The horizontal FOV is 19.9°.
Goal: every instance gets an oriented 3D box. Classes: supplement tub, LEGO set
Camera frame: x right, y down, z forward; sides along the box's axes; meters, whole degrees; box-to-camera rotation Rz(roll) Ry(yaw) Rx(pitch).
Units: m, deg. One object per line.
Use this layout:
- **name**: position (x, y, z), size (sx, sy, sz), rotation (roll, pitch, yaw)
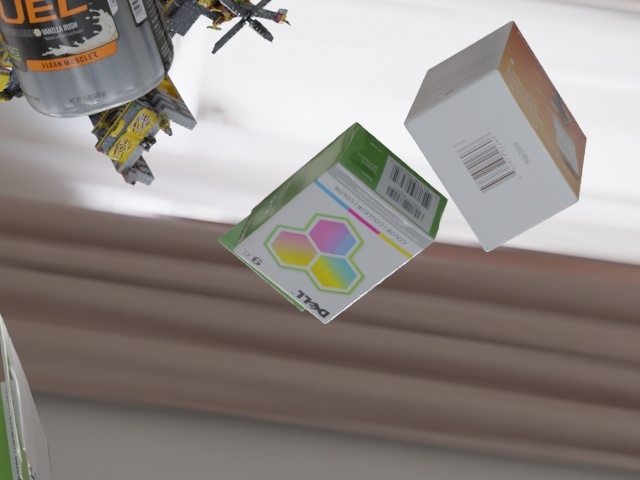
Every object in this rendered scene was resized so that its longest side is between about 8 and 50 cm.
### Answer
- **supplement tub**: position (-0.184, -0.193, 1.296), size (0.117, 0.117, 0.190), rotation (-76, 153, -57)
- **LEGO set**: position (-0.214, -0.216, 1.998), size (0.331, 0.255, 0.192), rotation (-44, -136, 12)

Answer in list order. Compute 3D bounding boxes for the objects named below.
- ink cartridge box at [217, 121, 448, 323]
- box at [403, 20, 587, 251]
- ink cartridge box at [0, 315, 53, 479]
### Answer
- **ink cartridge box**: position (0.000, 0.000, 1.576), size (0.209, 0.109, 0.062), rotation (-38, -160, 40)
- **box**: position (0.149, -0.090, 1.519), size (0.130, 0.091, 0.170), rotation (56, 20, -12)
- **ink cartridge box**: position (-0.297, 0.203, 1.622), size (0.255, 0.097, 0.189), rotation (85, -8, -53)
